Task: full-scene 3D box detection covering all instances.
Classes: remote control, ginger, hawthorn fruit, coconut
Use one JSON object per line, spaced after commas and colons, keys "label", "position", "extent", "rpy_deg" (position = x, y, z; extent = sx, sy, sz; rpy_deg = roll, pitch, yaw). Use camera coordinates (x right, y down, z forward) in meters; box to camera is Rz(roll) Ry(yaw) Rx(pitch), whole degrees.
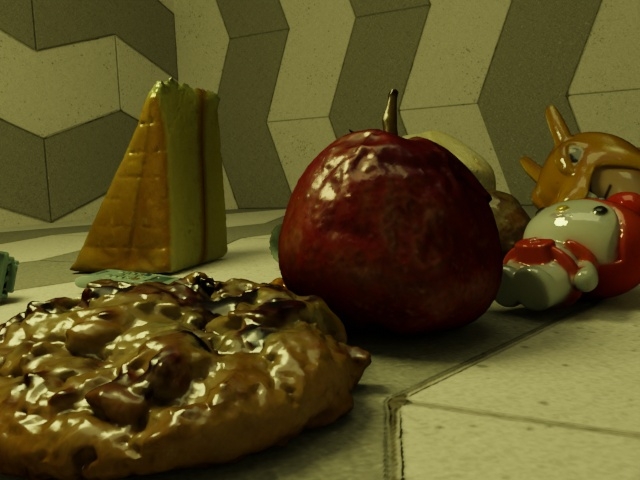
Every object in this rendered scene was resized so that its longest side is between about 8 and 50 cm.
{"label": "remote control", "position": [-0.294, 0.066, 0.875], "extent": [0.162, 0.029, 0.061], "rpy_deg": [5, 10, 18]}
{"label": "ginger", "position": [0.206, -0.004, 0.883], "extent": [0.304, 0.155, 0.244], "rpy_deg": [4, -4, -31]}
{"label": "hawthorn fruit", "position": [0.068, -0.030, 0.607], "extent": [0.230, 0.266, 0.210], "rpy_deg": [0, -13, -10]}
{"label": "coconut", "position": [0.209, -0.079, 1.143], "extent": [0.237, 0.266, 0.237], "rpy_deg": [24, 32, -16]}

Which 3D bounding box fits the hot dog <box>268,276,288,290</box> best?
{"label": "hot dog", "position": [-0.044, 0.070, 0.710], "extent": [0.062, 0.038, 0.144], "rpy_deg": [-4, 4, 4]}

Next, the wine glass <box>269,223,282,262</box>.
{"label": "wine glass", "position": [0.000, 0.000, 1.084], "extent": [0.093, 0.093, 0.202], "rpy_deg": [3, 6, 41]}

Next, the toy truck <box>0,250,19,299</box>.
{"label": "toy truck", "position": [-0.620, 0.035, 0.830], "extent": [0.338, 0.133, 0.184], "rpy_deg": [4, -2, 25]}

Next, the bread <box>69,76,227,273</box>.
{"label": "bread", "position": [-0.329, -0.125, 1.125], "extent": [0.244, 0.362, 0.233], "rpy_deg": [3, 8, 19]}

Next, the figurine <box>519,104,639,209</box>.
{"label": "figurine", "position": [0.633, -0.117, 1.166], "extent": [0.387, 0.268, 0.401], "rpy_deg": [9, 13, 0]}

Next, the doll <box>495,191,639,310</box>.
{"label": "doll", "position": [0.331, 0.009, 0.713], "extent": [0.290, 0.130, 0.161], "rpy_deg": [-23, 11, -32]}

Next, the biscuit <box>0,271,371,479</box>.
{"label": "biscuit", "position": [-0.121, 0.081, 0.459], "extent": [0.289, 0.081, 0.334], "rpy_deg": [-8, 10, -36]}
